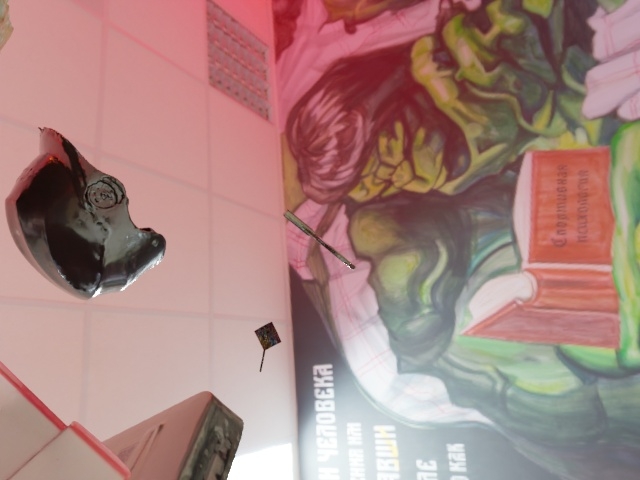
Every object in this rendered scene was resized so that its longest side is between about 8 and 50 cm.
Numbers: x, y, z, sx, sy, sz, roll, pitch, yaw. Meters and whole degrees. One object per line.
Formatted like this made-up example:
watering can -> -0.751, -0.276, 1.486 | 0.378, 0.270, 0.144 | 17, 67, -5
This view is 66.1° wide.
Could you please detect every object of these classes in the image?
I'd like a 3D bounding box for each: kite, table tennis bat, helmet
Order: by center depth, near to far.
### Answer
kite -> -0.080, 0.165, 0.763 | 0.002, 0.044, 0.078 | -7, -91, -72
table tennis bat -> 0.000, 0.000, 0.845 | 0.158, 0.014, 0.095 | 38, -177, -15
helmet -> -0.429, -0.022, 0.847 | 0.177, 0.225, 0.305 | -51, -58, -25

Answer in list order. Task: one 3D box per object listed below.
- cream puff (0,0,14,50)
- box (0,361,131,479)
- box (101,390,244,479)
cream puff -> -0.568, -0.226, 0.576 | 0.275, 0.378, 0.378 | 30, -128, -29
box -> -0.421, 0.275, 0.427 | 0.300, 0.312, 0.314 | 42, -143, 1
box -> -0.318, 0.445, 0.723 | 0.111, 0.396, 0.396 | 51, -153, -18
